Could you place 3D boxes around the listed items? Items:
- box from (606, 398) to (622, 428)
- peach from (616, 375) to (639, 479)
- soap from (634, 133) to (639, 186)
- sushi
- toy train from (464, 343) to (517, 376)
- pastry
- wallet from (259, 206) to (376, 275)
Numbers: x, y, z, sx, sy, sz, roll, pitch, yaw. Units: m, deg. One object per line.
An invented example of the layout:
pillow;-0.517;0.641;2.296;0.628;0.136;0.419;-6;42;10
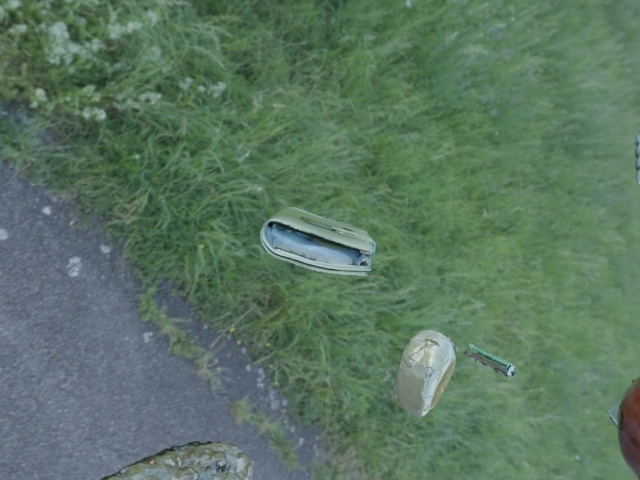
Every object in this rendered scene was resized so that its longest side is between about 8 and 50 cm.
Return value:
box;0.685;0.386;0.956;0.225;0.117;0.225;16;33;-31
peach;0.342;0.164;0.443;0.152;0.152;0.152;35;44;-43
soap;0.858;-0.081;1.236;0.347;0.115;0.208;53;45;-22
sushi;-0.250;0.447;0.839;0.211;0.171;0.350;52;23;24
toy train;0.483;0.343;1.490;0.071;0.148;0.038;38;79;-47
pastry;0.198;0.254;1.006;0.166;0.088;0.166;-40;140;-44
wallet;0.000;0.000;0.537;0.155;0.110;0.039;-74;180;-81
